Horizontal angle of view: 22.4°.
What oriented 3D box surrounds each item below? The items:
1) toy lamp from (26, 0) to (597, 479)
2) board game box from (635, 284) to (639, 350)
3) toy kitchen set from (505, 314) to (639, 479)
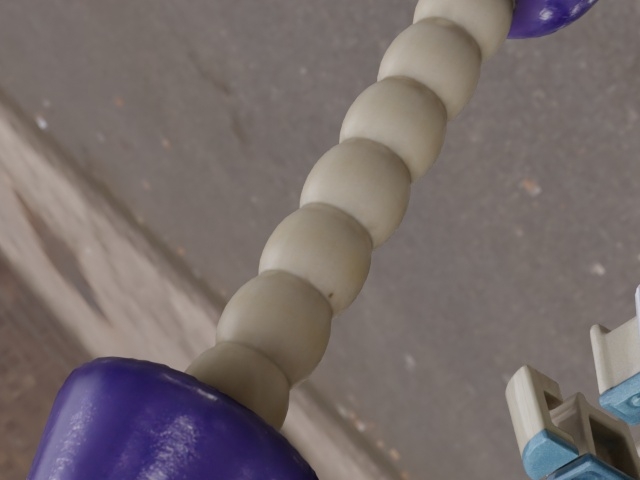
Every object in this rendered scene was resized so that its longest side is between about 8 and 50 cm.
[{"bbox_3d":[0.000,0.000,0.450,0.080,0.275,0.080,21,147,14],"label":"toy lamp"},{"bbox_3d":[0.358,0.169,0.739,0.050,0.390,0.390,85,-175,-58],"label":"board game box"},{"bbox_3d":[0.255,0.151,1.150,0.207,0.166,0.122,30,-145,-38],"label":"toy kitchen set"}]
